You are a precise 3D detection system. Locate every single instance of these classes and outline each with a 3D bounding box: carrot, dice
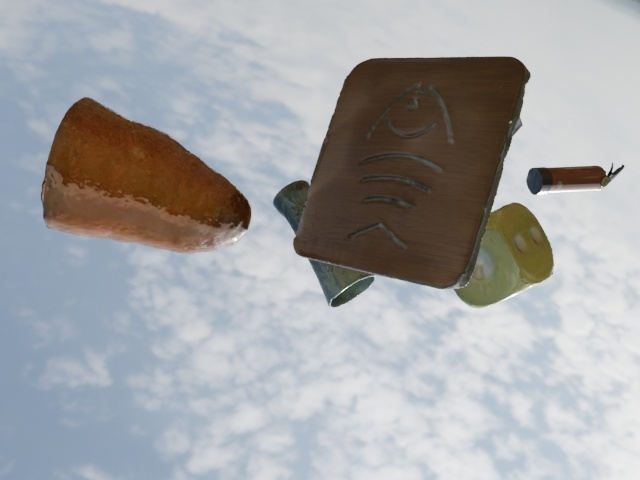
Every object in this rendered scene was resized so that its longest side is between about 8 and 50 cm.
[{"bbox_3d":[-0.189,-0.050,0.959,0.224,0.159,0.159,22,-158,-4],"label":"carrot"},{"bbox_3d":[0.355,0.030,1.686,0.169,0.166,0.169,-21,-95,-50],"label":"dice"}]

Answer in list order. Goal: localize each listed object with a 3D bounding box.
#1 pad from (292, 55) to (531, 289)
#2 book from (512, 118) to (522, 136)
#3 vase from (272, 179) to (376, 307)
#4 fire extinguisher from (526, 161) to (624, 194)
[{"bbox_3d":[0.100,-0.095,1.027,0.286,0.284,0.018,12,172,44],"label":"pad"},{"bbox_3d":[0.347,-0.223,2.029,0.028,0.374,0.262,35,170,37],"label":"book"},{"bbox_3d":[0.000,0.000,1.450,0.096,0.096,0.219,-6,-122,-53],"label":"vase"},{"bbox_3d":[0.451,-0.110,1.469,0.177,0.062,0.050,-5,-136,-19],"label":"fire extinguisher"}]
